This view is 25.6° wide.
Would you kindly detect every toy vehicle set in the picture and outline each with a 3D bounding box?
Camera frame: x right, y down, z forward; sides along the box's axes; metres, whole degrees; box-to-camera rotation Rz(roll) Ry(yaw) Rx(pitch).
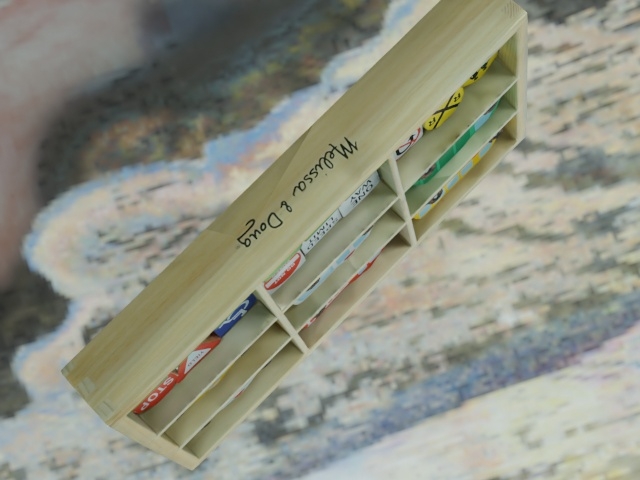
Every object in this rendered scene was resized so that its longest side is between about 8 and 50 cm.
[{"bbox_3d":[0.000,0.000,0.708,0.267,0.035,0.166,-45,163,-5],"label":"toy vehicle set"}]
